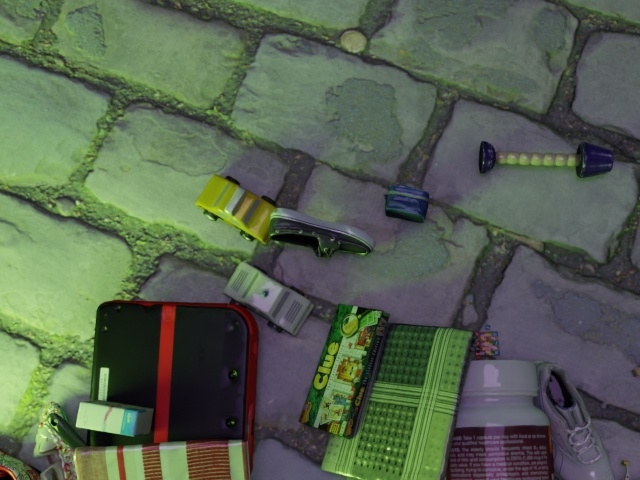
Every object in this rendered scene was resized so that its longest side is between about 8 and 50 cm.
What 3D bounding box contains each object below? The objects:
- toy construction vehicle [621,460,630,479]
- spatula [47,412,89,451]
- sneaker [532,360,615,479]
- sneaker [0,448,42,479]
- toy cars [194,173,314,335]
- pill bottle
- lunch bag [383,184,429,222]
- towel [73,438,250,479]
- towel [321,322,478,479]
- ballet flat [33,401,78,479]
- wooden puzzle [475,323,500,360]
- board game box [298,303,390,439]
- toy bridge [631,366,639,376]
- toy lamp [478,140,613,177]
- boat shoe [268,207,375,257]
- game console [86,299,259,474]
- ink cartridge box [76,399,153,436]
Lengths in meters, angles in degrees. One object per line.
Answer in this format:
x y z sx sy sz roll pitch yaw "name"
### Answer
0.624 0.487 1.679 0.086 0.035 0.098 11 77 6 "toy construction vehicle"
-0.439 0.456 1.696 0.084 0.030 0.296 -41 89 11 "spatula"
0.483 0.372 1.668 0.111 0.129 0.297 -26 77 -7 "sneaker"
-0.686 0.445 1.701 0.270 0.145 0.090 22 78 8 "sneaker"
-0.145 0.021 1.810 0.176 0.087 0.394 -19 76 -1 "toy cars"
0.325 0.430 1.613 0.224 0.224 0.392 -1 76 3 "pill bottle"
0.181 -0.083 1.830 0.098 0.067 0.065 13 76 7 "lunch bag"
-0.296 0.493 1.661 0.329 0.037 0.237 -3 109 -2 "towel"
0.150 0.317 1.644 0.312 0.056 0.324 -2 66 48 "towel"
-0.528 0.442 1.719 0.077 0.091 0.241 -8 69 -45 "ballet flat"
0.344 0.214 1.777 0.049 0.006 0.083 -3 76 2 "wooden puzzle"
0.047 0.258 1.729 0.030 0.136 0.260 28 74 -36 "board game box"
0.690 0.332 1.720 0.063 0.026 0.188 -18 76 -4 "toy bridge"
0.481 -0.173 1.832 0.274 0.080 0.080 1 76 3 "toy lamp"
0.000 0.000 1.792 0.228 0.080 0.076 19 65 -9 "boat shoe"
-0.302 0.317 1.750 0.342 0.060 0.386 1 81 9 "game console"
-0.403 0.348 1.685 0.122 0.088 0.052 6 83 10 "ink cartridge box"
